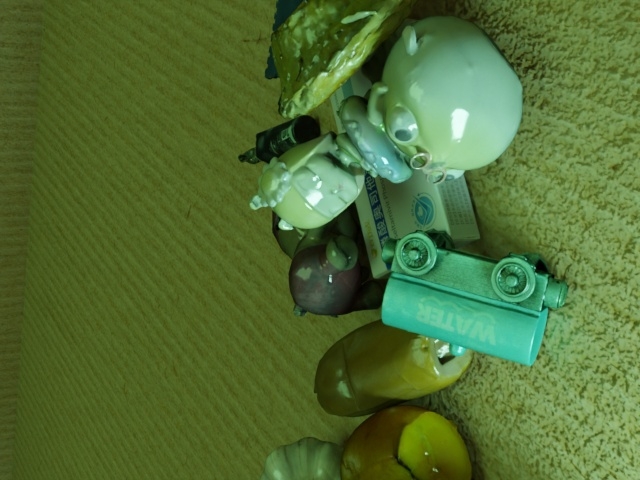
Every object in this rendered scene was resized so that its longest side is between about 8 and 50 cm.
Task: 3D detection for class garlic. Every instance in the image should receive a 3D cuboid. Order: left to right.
[{"bbox_3d":[-0.010,0.427,1.617,0.226,0.199,0.199,-93,1,-87],"label":"garlic"}]

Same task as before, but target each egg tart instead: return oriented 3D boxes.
[{"bbox_3d":[0.021,-0.293,1.273,0.116,0.295,0.295,41,144,-10],"label":"egg tart"}]

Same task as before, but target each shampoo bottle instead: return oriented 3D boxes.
[{"bbox_3d":[-0.080,-0.175,1.697,0.207,0.063,0.057,-17,68,57],"label":"shampoo bottle"}]

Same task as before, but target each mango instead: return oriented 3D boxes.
[{"bbox_3d":[0.110,0.348,1.401,0.187,0.138,0.257,53,143,-1],"label":"mango"}]

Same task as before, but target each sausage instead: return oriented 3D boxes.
[{"bbox_3d":[0.095,0.190,1.424,0.354,0.116,0.134,-32,71,56],"label":"sausage"}]

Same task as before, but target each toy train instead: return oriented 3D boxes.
[{"bbox_3d":[0.190,0.074,1.214,0.248,0.101,0.159,14,102,24],"label":"toy train"}]

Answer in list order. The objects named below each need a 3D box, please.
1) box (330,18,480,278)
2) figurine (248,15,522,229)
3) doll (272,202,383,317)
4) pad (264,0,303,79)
[{"bbox_3d":[0.115,-0.133,1.397,0.200,0.065,0.343,-31,68,54],"label":"box"},{"bbox_3d":[0.071,-0.150,1.252,0.394,0.226,0.275,-36,39,21],"label":"figurine"},{"bbox_3d":[0.004,0.000,1.509,0.256,0.152,0.196,-115,27,-46],"label":"doll"},{"bbox_3d":[-0.015,-0.408,1.558,0.269,0.012,0.270,11,92,61],"label":"pad"}]
